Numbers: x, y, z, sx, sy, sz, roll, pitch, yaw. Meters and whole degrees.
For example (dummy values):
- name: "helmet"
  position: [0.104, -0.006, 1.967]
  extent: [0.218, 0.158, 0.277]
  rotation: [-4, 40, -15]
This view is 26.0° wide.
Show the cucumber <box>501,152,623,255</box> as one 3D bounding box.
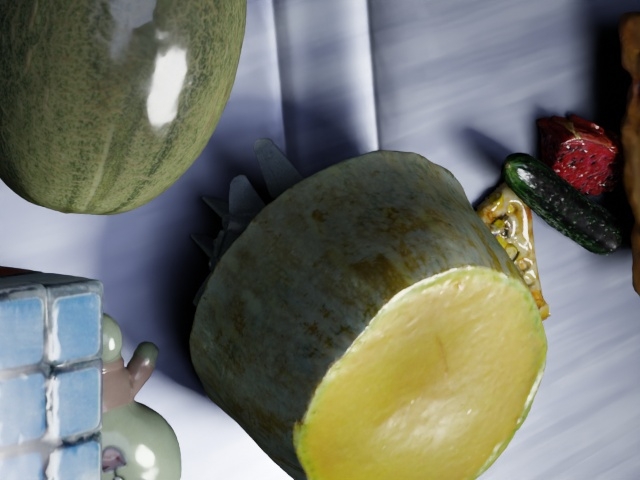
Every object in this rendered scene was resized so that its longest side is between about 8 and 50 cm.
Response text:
- name: "cucumber"
  position: [0.257, -0.044, 1.513]
  extent: [0.215, 0.058, 0.052]
  rotation: [29, 96, -44]

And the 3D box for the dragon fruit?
- name: "dragon fruit"
  position: [0.302, -0.105, 1.563]
  extent: [0.131, 0.063, 0.097]
  rotation: [-5, 137, -22]

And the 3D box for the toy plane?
- name: "toy plane"
  position: [0.005, 0.006, 1.385]
  extent: [0.267, 0.088, 0.212]
  rotation: [5, 117, -32]

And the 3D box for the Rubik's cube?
- name: "Rubik's cube"
  position: [-0.341, 0.151, 1.077]
  extent: [0.259, 0.253, 0.256]
  rotation: [-9, 101, -56]

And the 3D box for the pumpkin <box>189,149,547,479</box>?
- name: "pumpkin"
  position: [0.067, 0.105, 1.310]
  extent: [0.332, 0.199, 0.332]
  rotation: [-22, 135, -24]

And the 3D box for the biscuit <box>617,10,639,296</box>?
- name: "biscuit"
  position: [0.518, -0.116, 1.584]
  extent: [0.395, 0.166, 0.342]
  rotation: [-15, 101, -36]

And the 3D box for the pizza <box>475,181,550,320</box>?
- name: "pizza"
  position: [0.205, 0.012, 1.527]
  extent: [0.185, 0.036, 0.176]
  rotation: [34, 80, -29]

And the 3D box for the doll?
- name: "doll"
  position: [-0.204, 0.175, 1.287]
  extent: [0.155, 0.113, 0.275]
  rotation: [-23, 115, -15]

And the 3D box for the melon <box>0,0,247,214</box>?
- name: "melon"
  position: [-0.187, -0.183, 1.167]
  extent: [0.248, 0.248, 0.329]
  rotation: [3, 98, -29]
